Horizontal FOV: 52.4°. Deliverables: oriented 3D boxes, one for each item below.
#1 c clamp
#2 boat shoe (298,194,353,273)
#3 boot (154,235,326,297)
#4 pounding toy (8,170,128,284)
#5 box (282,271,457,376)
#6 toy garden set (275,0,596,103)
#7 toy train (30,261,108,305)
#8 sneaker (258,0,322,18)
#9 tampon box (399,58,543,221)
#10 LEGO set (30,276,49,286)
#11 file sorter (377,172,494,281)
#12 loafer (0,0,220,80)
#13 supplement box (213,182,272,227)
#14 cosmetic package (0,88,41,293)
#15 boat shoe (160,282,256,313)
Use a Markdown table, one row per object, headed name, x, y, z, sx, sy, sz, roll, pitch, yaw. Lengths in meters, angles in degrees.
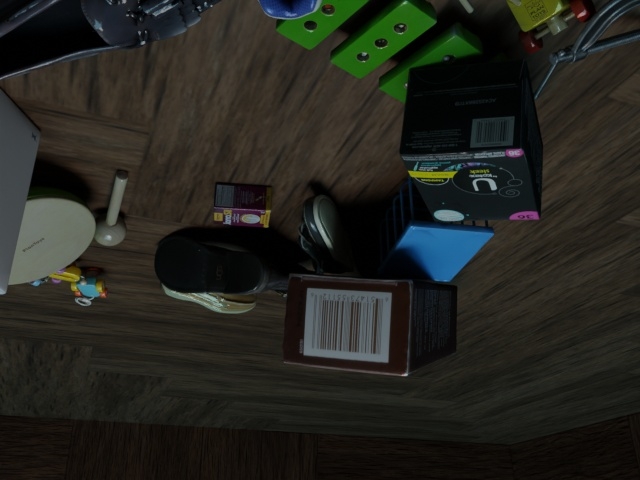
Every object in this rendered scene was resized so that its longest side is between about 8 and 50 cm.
| name | x | y | z | sx | sy | sz | roll | pitch | yaw |
| --- | --- | --- | --- | --- | --- | --- | --- | --- | --- |
| c clamp | 0.294 | -0.207 | 0.630 | 0.160 | 0.022 | 0.137 | -21 | 160 | -11 |
| boat shoe | 0.000 | 0.000 | 1.022 | 0.079 | 0.084 | 0.233 | -3 | 158 | 10 |
| boot | -0.129 | 0.060 | 1.128 | 0.263 | 0.091 | 0.229 | 10 | 178 | 30 |
| pounding toy | -0.408 | -0.043 | 0.939 | 0.237 | 0.110 | 0.183 | -21 | 152 | -29 |
| box | 0.103 | 0.130 | 1.071 | 0.191 | 0.143 | 0.381 | 2 | 174 | 20 |
| toy garden set | 0.116 | -0.220 | 0.626 | 0.244 | 0.049 | 0.204 | 20 | 149 | -34 |
| toy train | -0.473 | 0.065 | 1.194 | 0.125 | 0.046 | 0.166 | -18 | 146 | 34 |
| sneaker | -0.039 | -0.276 | 0.412 | 0.112 | 0.131 | 0.296 | -7 | 152 | 16 |
| tampon box | 0.165 | -0.096 | 0.687 | 0.120 | 0.101 | 0.161 | 0 | 157 | 25 |
| LEGO set | -0.556 | 0.075 | 1.229 | 0.083 | 0.023 | 0.054 | -7 | 153 | 13 |
| file sorter | 0.160 | -0.021 | 0.960 | 0.118 | 0.104 | 0.170 | 4 | 154 | -10 |
| loafer | -0.209 | -0.203 | 0.593 | 0.302 | 0.095 | 0.109 | -8 | 153 | 15 |
| supplement box | -0.115 | -0.052 | 0.962 | 0.083 | 0.043 | 0.055 | 3 | 154 | -7 |
| cosmetic package | -0.471 | -0.058 | 0.735 | 0.224 | 0.224 | 0.138 | -4 | 154 | 6 |
| boat shoe | -0.202 | 0.089 | 1.228 | 0.190 | 0.068 | 0.072 | 13 | 139 | -25 |
